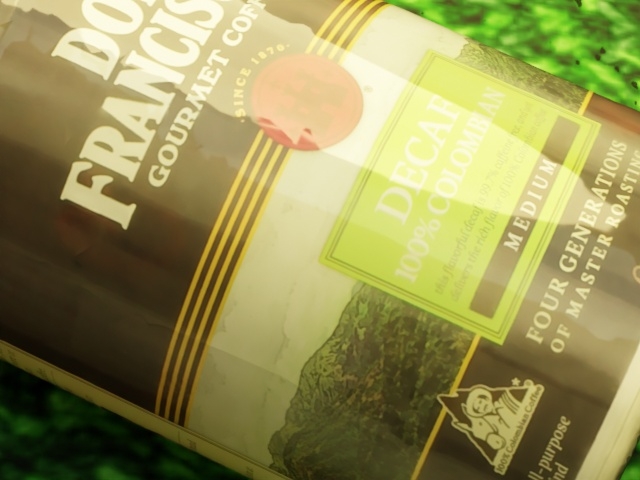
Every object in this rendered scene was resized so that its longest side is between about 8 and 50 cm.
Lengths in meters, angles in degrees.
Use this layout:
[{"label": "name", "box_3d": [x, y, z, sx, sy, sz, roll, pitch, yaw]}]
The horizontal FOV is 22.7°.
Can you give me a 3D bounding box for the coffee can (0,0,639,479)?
[{"label": "coffee can", "box_3d": [0.000, 0.000, 0.643, 0.275, 0.201, 0.201, 24, 55, 7]}]
